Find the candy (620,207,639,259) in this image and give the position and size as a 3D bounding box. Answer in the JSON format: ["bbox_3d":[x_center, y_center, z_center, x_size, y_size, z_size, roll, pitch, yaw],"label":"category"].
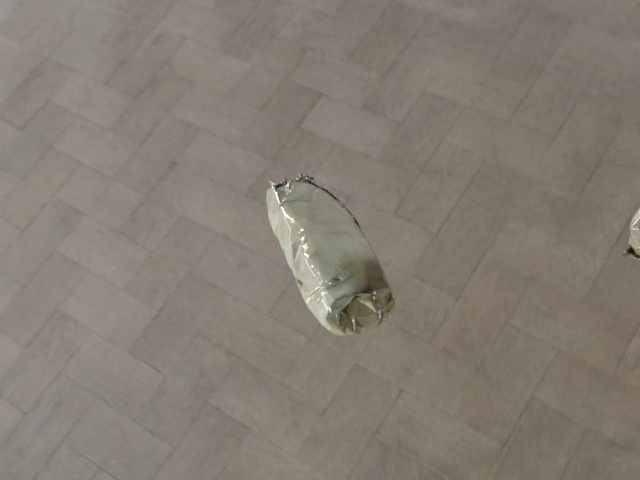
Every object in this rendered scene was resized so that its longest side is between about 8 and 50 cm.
[{"bbox_3d":[0.536,-0.030,1.186,0.185,0.137,0.195,34,89,29],"label":"candy"}]

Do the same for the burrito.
[{"bbox_3d":[0.000,0.000,1.388,0.139,0.101,0.445,-6,33,-16],"label":"burrito"}]
